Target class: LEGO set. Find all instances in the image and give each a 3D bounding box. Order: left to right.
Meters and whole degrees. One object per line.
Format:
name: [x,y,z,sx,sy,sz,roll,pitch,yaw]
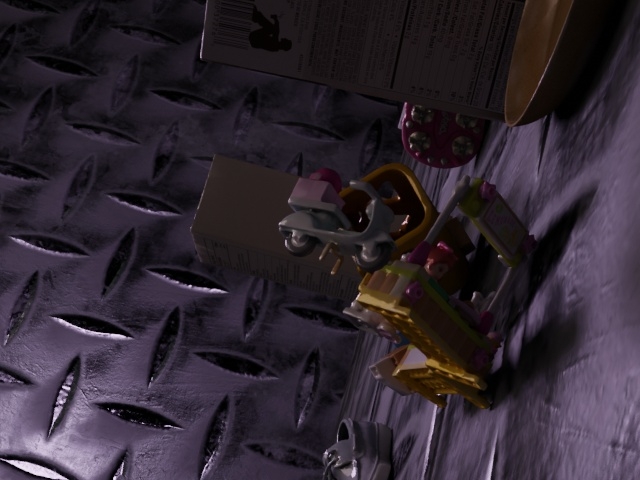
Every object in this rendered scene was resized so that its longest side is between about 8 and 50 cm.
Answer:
LEGO set: [0.084,0.038,0.634,0.107,0.132,0.287,-58,-30,-15]

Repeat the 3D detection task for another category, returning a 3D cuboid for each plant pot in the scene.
plant pot: [0.180,-0.191,0.639,0.236,0.032,0.236,16,-90,-88]

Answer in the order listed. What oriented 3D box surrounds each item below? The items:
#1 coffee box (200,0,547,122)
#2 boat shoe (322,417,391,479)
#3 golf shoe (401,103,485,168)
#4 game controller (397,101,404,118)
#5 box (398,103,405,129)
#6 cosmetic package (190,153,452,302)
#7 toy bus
coffee box: [0.055,-0.215,0.862,0.168,0.297,0.119,-74,-5,-64]
boat shoe: [0.040,0.283,1.120,0.227,0.081,0.079,-66,-9,-78]
golf shoe: [0.166,-0.239,1.047,0.140,0.115,0.306,-66,-7,-57]
game controller: [0.188,-0.347,1.524,0.166,0.067,0.319,24,112,54]
box: [0.185,-0.252,1.331,0.130,0.091,0.170,103,-177,-65]
cosmetic package: [0.000,0.000,1.183,0.160,0.309,0.113,101,-175,-74]
toy bus: [0.092,0.016,0.872,0.104,0.191,0.202,-31,7,9]
